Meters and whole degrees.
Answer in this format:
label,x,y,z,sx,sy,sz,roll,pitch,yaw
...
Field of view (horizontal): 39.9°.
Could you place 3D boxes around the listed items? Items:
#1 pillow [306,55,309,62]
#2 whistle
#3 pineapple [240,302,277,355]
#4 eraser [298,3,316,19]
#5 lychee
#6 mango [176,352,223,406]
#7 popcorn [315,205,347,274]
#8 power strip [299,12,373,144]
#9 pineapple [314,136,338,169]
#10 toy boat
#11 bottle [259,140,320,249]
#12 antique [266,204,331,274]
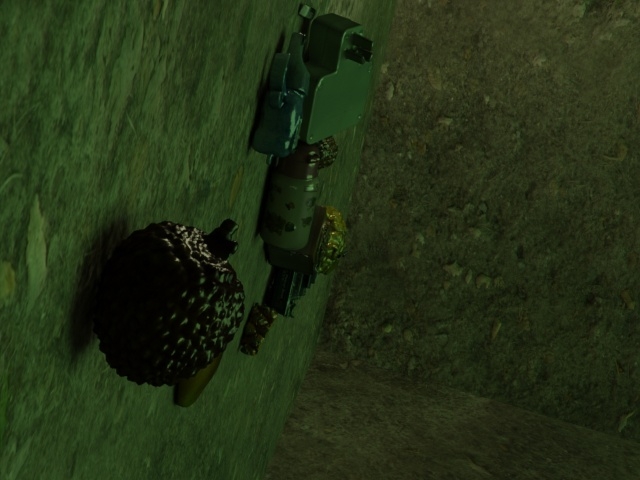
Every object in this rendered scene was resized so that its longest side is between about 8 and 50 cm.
label,x,y,z,sx,sy,sz,roll,pitch,yaw
pillow,0.008,-0.408,2.118,0.179,0.075,0.171,74,34,-79
whistle,-0.072,-0.279,1.736,0.180,0.093,0.269,69,31,-80
pineapple,-0.168,0.236,2.293,0.137,0.069,0.116,-63,176,-18
eraser,-0.028,-0.484,1.869,0.027,0.019,0.099,-62,177,14
lychee,-0.183,0.068,1.104,0.238,0.200,0.200,-53,174,1
mango,-0.235,0.246,1.698,0.101,0.066,0.187,-47,161,-75
popcorn,-0.002,0.002,2.622,0.189,0.170,0.218,89,22,-71
power strip,0.042,-0.358,1.970,0.229,0.141,0.261,-29,139,-47
pineapple,-0.026,-0.235,2.223,0.198,0.108,0.108,5,101,-71
toy boat,-0.065,0.072,2.460,0.114,0.122,0.296,33,73,-83
bottle,-0.064,-0.112,2.036,0.120,0.121,0.253,-61,165,-65
antique,-0.053,-0.007,2.265,0.146,0.148,0.151,94,10,-70
